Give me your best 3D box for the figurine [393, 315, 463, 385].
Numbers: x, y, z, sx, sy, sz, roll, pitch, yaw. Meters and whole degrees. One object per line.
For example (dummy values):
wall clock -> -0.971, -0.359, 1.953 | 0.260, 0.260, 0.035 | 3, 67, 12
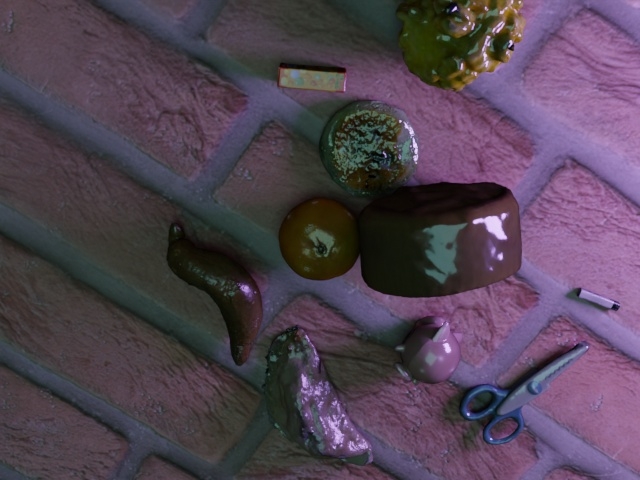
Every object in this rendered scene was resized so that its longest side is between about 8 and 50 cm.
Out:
figurine -> 0.209, 0.213, 1.872 | 0.125, 0.125, 0.138 | 41, 95, -12

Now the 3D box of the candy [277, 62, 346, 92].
candy -> -0.014, -0.288, 1.725 | 0.122, 0.062, 0.038 | 5, 108, 0

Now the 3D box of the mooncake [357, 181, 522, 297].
mooncake -> 0.206, -0.012, 1.707 | 0.285, 0.284, 0.155 | -7, 104, 4

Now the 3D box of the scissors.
scissors -> 0.413, 0.289, 1.931 | 0.289, 0.041, 0.138 | -40, 96, 15

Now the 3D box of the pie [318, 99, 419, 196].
pie -> 0.091, -0.165, 1.777 | 0.187, 0.041, 0.186 | 0, 109, 0

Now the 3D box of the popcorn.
popcorn -> 0.230, -0.360, 1.638 | 0.218, 0.169, 0.189 | -34, 105, 8

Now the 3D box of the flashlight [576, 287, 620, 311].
flashlight -> 0.535, 0.113, 1.879 | 0.083, 0.018, 0.018 | 20, 108, -6

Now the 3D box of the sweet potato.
sweet potato -> -0.186, 0.092, 1.847 | 0.124, 0.098, 0.310 | -22, 111, 31

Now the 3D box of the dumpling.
dumpling -> -0.031, 0.343, 1.941 | 0.166, 0.086, 0.332 | -28, 102, 8

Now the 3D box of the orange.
orange -> 0.000, 0.000, 1.794 | 0.156, 0.124, 0.156 | 0, 113, 0
